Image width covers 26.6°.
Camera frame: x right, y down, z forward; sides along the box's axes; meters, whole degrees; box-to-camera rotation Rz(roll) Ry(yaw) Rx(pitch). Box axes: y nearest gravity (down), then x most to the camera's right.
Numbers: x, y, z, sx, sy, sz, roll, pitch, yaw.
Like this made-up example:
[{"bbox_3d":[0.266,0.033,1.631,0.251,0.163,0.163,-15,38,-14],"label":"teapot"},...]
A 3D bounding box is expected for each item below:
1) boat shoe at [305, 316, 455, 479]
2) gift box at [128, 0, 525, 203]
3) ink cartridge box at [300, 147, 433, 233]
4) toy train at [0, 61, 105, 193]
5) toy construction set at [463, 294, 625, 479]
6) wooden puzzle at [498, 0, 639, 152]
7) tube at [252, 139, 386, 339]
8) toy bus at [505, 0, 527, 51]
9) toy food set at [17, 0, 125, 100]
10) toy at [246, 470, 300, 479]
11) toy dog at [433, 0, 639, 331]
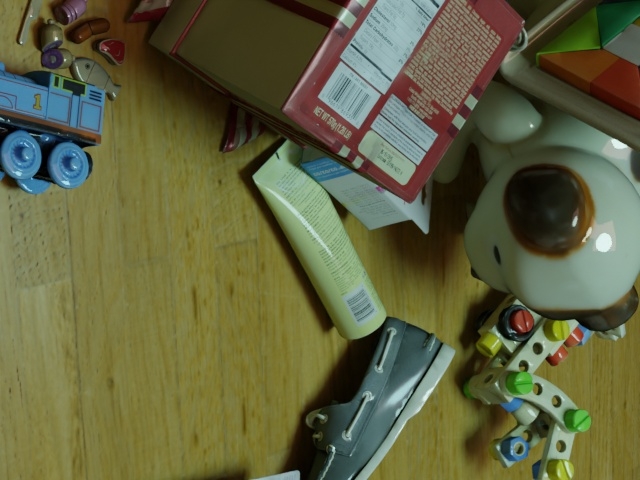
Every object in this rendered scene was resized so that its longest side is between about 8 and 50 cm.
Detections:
[{"bbox_3d":[0.032,0.222,1.566,0.099,0.116,0.319,38,68,4],"label":"boat shoe"},{"bbox_3d":[-0.009,-0.200,1.329,0.276,0.258,0.255,-53,136,-3],"label":"gift box"},{"bbox_3d":[0.056,-0.085,1.529,0.181,0.061,0.104,42,45,-42],"label":"ink cartridge box"},{"bbox_3d":[-0.273,-0.102,1.176,0.184,0.080,0.105,12,77,-46],"label":"toy train"},{"bbox_3d":[0.312,0.148,1.800,0.215,0.151,0.327,49,48,-11],"label":"toy construction set"},{"bbox_3d":[0.353,-0.206,1.501,0.221,0.239,0.044,-39,146,-21],"label":"wooden puzzle"},{"bbox_3d":[0.000,0.000,1.510,0.062,0.070,0.240,-26,116,4],"label":"tube"},{"bbox_3d":[0.146,-0.262,1.538,0.202,0.191,0.104,39,56,6],"label":"toy bus"},{"bbox_3d":[-0.221,-0.186,1.260,0.122,0.019,0.078,25,77,-47],"label":"toy food set"},{"bbox_3d":[-0.130,0.316,1.404,0.237,0.056,0.137,-4,102,-43],"label":"toy"},{"bbox_3d":[0.317,-0.084,1.611,0.408,0.395,0.284,-64,144,-32],"label":"toy dog"}]
